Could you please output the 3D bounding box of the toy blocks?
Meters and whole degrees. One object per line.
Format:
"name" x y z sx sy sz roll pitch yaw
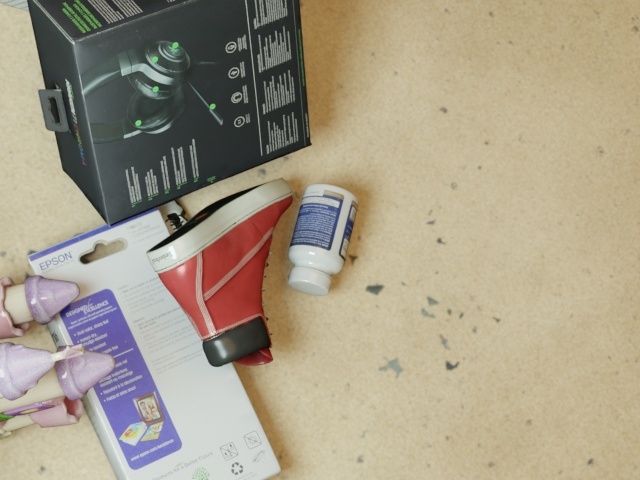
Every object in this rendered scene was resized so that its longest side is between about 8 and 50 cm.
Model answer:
"toy blocks" -0.307 0.166 1.525 0.260 0.288 0.309 -15 79 10

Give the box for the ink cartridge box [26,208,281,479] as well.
"ink cartridge box" -0.188 0.141 1.721 0.165 0.065 0.333 -22 85 -20

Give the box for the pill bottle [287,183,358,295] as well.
"pill bottle" 0.000 0.000 1.810 0.067 0.067 0.120 18 71 -11

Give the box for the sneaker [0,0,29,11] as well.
"sneaker" -0.234 -0.327 1.809 0.282 0.102 0.161 16 69 -12

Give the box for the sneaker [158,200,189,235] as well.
"sneaker" -0.159 -0.010 1.778 0.040 0.044 0.109 -28 84 -19

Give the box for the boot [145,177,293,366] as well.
"boot" -0.080 0.040 1.743 0.176 0.088 0.244 61 37 -9

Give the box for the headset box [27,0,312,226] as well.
"headset box" -0.168 -0.181 1.703 0.283 0.246 0.131 -24 44 -20
